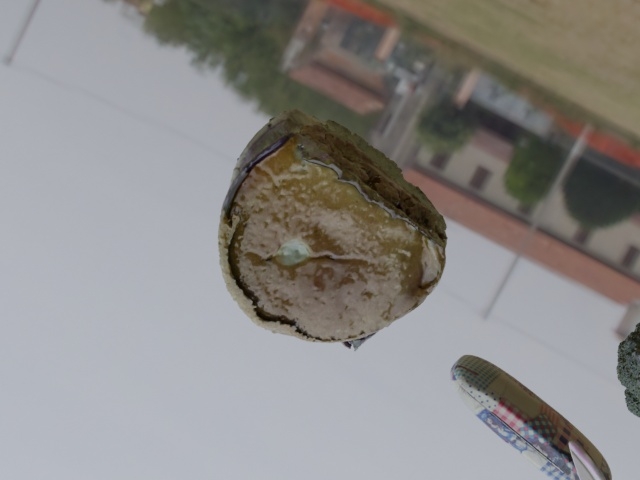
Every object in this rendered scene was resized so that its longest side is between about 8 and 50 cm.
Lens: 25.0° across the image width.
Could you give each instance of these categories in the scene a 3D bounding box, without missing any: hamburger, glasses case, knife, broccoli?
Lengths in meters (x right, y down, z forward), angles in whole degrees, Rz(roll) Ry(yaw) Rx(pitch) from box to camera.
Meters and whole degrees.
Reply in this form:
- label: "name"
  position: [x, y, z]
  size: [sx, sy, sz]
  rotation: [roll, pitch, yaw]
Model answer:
- label: "hamburger"
  position: [0.000, 0.000, 1.981]
  size: [0.318, 0.277, 0.195]
  rotation: [40, -168, -12]
- label: "glasses case"
  position: [0.349, 0.308, 2.392]
  size: [0.327, 0.076, 0.125]
  rotation: [39, -159, 0]
- label: "knife"
  position: [0.282, 0.274, 1.420]
  size: [0.046, 0.022, 0.256]
  rotation: [44, 168, 47]
- label: "broccoli"
  position: [0.485, 0.168, 2.024]
  size: [0.145, 0.162, 0.138]
  rotation: [-21, 152, 33]
